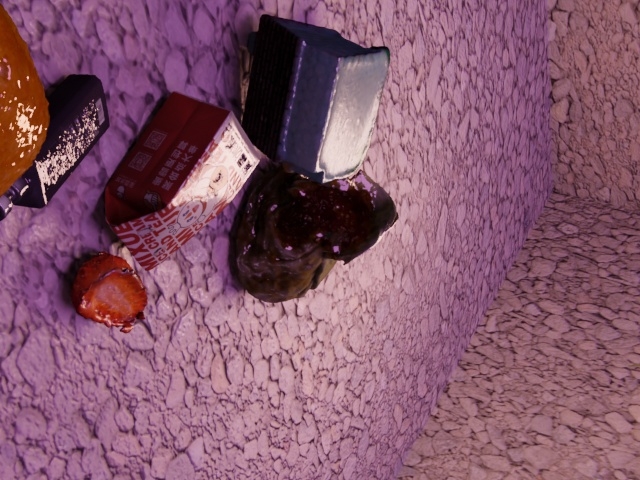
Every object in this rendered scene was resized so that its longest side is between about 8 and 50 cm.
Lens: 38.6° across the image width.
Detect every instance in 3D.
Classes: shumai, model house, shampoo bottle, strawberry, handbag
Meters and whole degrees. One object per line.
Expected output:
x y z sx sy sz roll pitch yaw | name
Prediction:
0.000 0.000 1.957 0.329 0.289 0.292 -66 154 -12 | shumai
-0.039 -0.286 1.816 0.230 0.249 0.280 -22 132 -55 | model house
-0.399 -0.130 1.330 0.309 0.071 0.098 -70 164 -51 | shampoo bottle
-0.372 0.090 1.589 0.121 0.082 0.188 -43 152 -14 | strawberry
-0.252 -0.095 1.621 0.298 0.151 0.171 -60 152 -17 | handbag

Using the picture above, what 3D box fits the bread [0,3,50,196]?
-0.484 -0.118 0.941 0.394 0.250 0.361 -35 150 -16 | bread
